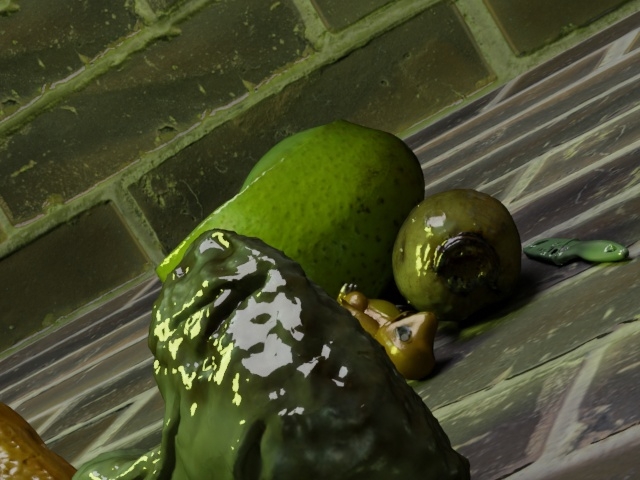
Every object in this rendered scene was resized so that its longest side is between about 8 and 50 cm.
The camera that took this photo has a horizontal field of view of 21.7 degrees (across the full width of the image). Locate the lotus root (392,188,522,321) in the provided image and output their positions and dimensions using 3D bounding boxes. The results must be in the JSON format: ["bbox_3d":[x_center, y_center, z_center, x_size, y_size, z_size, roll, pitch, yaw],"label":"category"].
[{"bbox_3d":[0.152,0.014,1.900,0.154,0.154,0.278,-32,-1,3],"label":"lotus root"}]

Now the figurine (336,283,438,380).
[{"bbox_3d":[0.065,0.123,1.817,0.122,0.121,0.176,-61,23,-6],"label":"figurine"}]

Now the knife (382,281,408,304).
[{"bbox_3d":[0.057,0.084,2.167,0.123,0.053,0.278,-44,12,-32],"label":"knife"}]

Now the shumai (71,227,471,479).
[{"bbox_3d":[-0.063,0.188,1.351,0.288,0.292,0.330,-41,31,-8],"label":"shumai"}]

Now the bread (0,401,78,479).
[{"bbox_3d":[-0.386,0.291,1.601,0.337,0.328,0.148,-33,-30,-28],"label":"bread"}]

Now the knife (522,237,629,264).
[{"bbox_3d":[0.279,0.012,1.858,0.043,0.020,0.293,-35,8,-8],"label":"knife"}]

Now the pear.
[{"bbox_3d":[0.000,0.000,2.037,0.318,0.238,0.342,-45,-6,11],"label":"pear"}]
